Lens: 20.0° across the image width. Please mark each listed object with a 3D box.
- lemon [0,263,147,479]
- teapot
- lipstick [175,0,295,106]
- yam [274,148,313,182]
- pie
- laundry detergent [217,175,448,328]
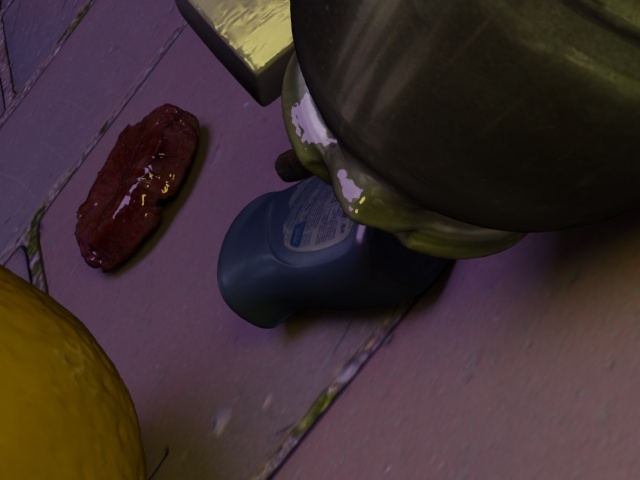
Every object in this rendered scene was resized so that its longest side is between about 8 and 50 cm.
[{"bbox_3d":[-0.250,0.142,1.020,0.336,0.336,0.336,-43,26,28],"label":"lemon"},{"bbox_3d":[0.092,-0.139,0.826,0.239,0.239,0.321,-50,25,45],"label":"teapot"},{"bbox_3d":[0.086,-0.220,0.967,0.371,0.080,0.076,-40,-8,-5],"label":"lipstick"},{"bbox_3d":[0.039,-0.066,1.078,0.029,0.027,0.234,-35,8,-33],"label":"yam"},{"bbox_3d":[-0.145,-0.042,1.391,0.153,0.038,0.153,-46,24,27],"label":"pie"},{"bbox_3d":[-0.001,-0.001,1.031,0.206,0.061,0.096,-15,49,57],"label":"laundry detergent"}]
